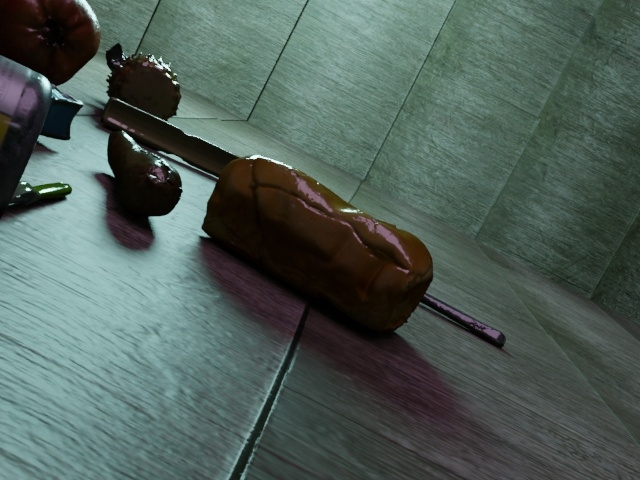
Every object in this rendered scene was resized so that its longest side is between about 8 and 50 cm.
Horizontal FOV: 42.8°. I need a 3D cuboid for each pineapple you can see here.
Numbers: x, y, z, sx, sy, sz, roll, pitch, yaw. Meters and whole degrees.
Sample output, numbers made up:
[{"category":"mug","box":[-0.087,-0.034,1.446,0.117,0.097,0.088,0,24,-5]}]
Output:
[{"category":"pineapple","box":[-0.375,-0.320,1.666,0.170,0.141,0.310,64,-10,-23]}]

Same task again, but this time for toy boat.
[{"category":"toy boat","box":[-0.409,-0.198,1.115,0.185,0.075,0.077,26,11,16]}]

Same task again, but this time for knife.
[{"category":"knife","box":[-0.285,-0.049,0.819,0.022,0.026,0.184,31,6,-2]}]

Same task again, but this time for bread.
[{"category":"bread","box":[0.000,0.000,1.042,0.294,0.132,0.167,29,3,19]}]

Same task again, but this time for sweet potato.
[{"category":"sweet potato","box":[-0.230,-0.086,1.038,0.075,0.075,0.273,23,8,-27]}]

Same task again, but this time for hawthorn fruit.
[{"category":"hawthorn fruit","box":[-0.518,-0.380,1.481,0.196,0.196,0.225,19,1,-42]}]

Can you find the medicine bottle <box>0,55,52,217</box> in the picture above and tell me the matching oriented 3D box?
[{"category":"medicine bottle","box":[-0.365,-0.120,0.609,0.293,0.141,0.141,24,10,-24]}]

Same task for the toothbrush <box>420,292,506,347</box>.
[{"category":"toothbrush","box":[0.170,0.093,1.329,0.297,0.030,0.030,30,35,4]}]

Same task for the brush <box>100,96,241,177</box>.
[{"category":"brush","box":[-0.266,-0.179,1.502,0.282,0.054,0.048,24,-3,-20]}]
